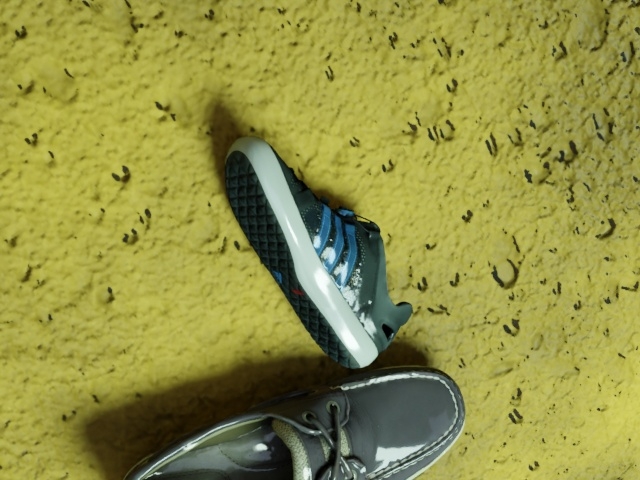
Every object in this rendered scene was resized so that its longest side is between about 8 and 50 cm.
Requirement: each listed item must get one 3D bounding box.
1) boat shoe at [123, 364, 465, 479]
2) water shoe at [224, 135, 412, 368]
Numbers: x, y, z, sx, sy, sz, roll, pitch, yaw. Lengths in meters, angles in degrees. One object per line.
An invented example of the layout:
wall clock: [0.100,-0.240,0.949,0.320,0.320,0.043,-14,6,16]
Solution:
boat shoe: [-0.017,0.166,0.603,0.285,0.092,0.103,-14,78,-7]
water shoe: [0.000,0.000,0.593,0.080,0.073,0.203,-39,118,-24]
